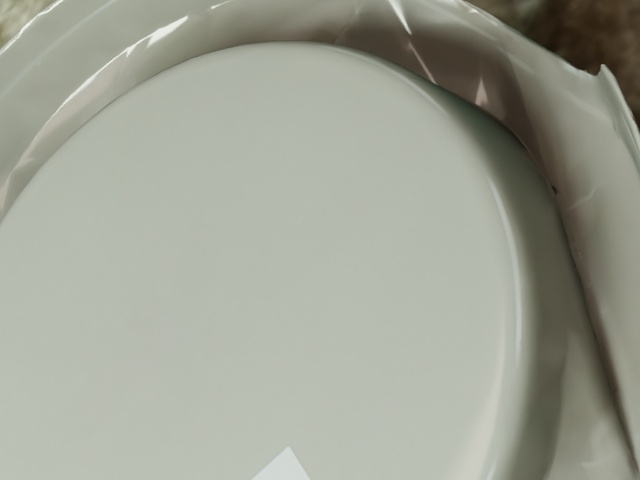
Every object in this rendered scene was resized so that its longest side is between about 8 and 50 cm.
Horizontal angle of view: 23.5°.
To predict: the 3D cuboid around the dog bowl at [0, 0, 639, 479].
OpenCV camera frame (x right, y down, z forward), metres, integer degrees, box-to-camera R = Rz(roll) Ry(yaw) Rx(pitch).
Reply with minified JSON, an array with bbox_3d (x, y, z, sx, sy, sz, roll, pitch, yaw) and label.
[{"bbox_3d":[-0.024,0.054,0.565,0.349,0.102,0.348,-12,65,28],"label":"dog bowl"}]
